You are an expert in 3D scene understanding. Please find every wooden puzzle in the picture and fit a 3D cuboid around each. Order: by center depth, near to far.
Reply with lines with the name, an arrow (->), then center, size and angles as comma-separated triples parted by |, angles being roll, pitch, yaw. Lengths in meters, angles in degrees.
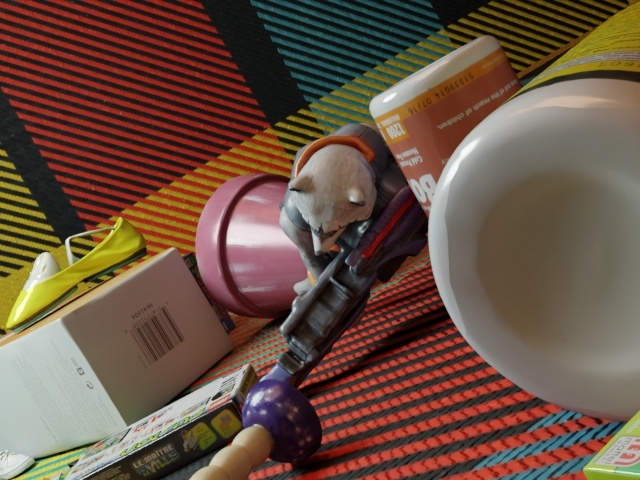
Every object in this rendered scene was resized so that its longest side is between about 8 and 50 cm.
wooden puzzle -> -0.302, 0.277, 1.041 | 0.116, 0.014, 0.078 | -30, 7, -1

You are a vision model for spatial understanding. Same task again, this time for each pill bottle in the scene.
pill bottle -> 0.219, -0.051, 0.569 | 0.188, 0.188, 0.334 | -23, 10, 41
pill bottle -> 0.141, -0.051, 0.758 | 0.121, 0.216, 0.121 | -29, 7, 4

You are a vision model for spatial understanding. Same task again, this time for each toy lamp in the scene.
toy lamp -> -0.104, 0.195, 0.605 | 0.080, 0.080, 0.275 | -22, 8, 44

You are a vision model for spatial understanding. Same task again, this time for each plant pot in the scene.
plant pot -> -0.037, 0.009, 1.212 | 0.180, 0.201, 0.201 | 2, 29, 46

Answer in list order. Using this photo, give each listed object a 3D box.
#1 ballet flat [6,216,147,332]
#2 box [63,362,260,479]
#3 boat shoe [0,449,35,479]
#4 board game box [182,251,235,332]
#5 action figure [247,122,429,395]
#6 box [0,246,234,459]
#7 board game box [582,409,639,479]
ballet flat -> -0.350, 0.039, 1.262 | 0.231, 0.077, 0.077 | -34, 9, -30
box -> -0.159, 0.201, 0.911 | 0.207, 0.036, 0.114 | -28, 8, 9
boat shoe -> -0.432, 0.307, 1.246 | 0.100, 0.035, 0.035 | -23, 10, 42
board game box -> -0.249, 0.119, 1.426 | 0.201, 0.136, 0.035 | -27, 7, 27
action figure -> 0.000, 0.000, 0.924 | 0.341, 0.178, 0.330 | -50, -8, -9
box -> -0.329, 0.169, 1.264 | 0.345, 0.168, 0.215 | -24, 9, 41
board game box -> 0.197, 0.081, 0.332 | 0.092, 0.043, 0.181 | -33, 8, -28
